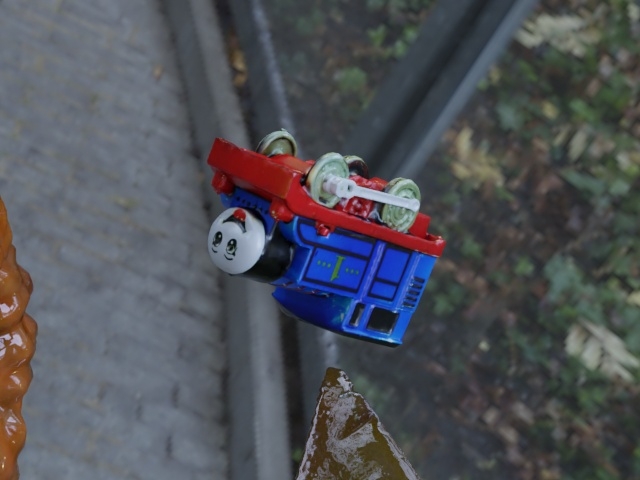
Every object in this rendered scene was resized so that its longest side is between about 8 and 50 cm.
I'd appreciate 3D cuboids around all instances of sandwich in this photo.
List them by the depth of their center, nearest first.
[{"bbox_3d":[0.043,0.217,1.110,0.096,0.094,0.258,-27,62,-11],"label":"sandwich"}]

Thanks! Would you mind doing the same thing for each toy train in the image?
[{"bbox_3d":[0.000,0.000,1.171,0.083,0.131,0.204,26,6,38],"label":"toy train"}]

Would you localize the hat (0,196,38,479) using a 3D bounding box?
[{"bbox_3d":[-0.335,0.038,0.703,0.400,0.285,0.285,17,33,5],"label":"hat"}]
